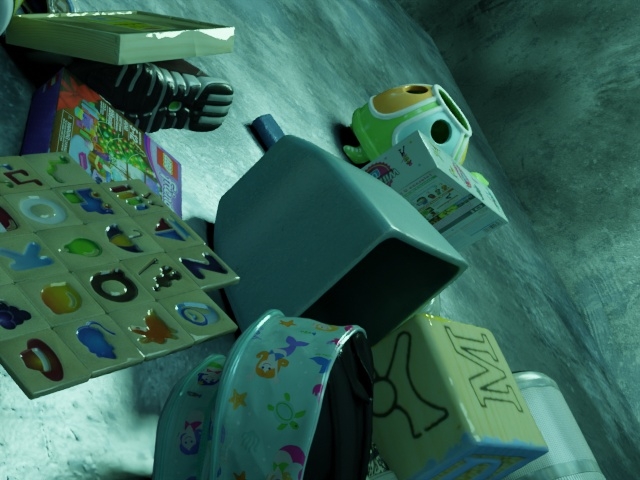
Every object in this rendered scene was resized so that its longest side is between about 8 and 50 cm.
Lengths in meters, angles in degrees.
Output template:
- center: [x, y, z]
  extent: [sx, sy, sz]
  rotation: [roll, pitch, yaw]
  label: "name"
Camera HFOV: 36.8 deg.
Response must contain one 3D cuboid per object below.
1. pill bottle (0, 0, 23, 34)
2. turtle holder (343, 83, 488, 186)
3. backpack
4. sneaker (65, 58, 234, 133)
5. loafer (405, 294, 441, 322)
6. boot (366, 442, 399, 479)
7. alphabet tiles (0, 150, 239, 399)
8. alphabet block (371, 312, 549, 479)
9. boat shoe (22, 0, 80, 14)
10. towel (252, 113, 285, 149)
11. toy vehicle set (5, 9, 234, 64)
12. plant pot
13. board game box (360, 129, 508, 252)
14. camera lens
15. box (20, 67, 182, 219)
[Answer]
- center: [-0.389, -0.311, 1.096]
  extent: [0.119, 0.119, 0.208]
  rotation: [45, 23, -26]
  label: "pill bottle"
- center: [0.221, -0.194, 2.105]
  extent: [0.320, 0.227, 0.243]
  rotation: [56, 20, 4]
  label: "turtle holder"
- center: [-0.043, 0.191, 0.890]
  extent: [0.191, 0.253, 0.225]
  rotation: [15, 16, 13]
  label: "backpack"
- center: [-0.263, -0.219, 1.304]
  extent: [0.162, 0.106, 0.281]
  rotation: [39, 21, 30]
  label: "sneaker"
- center: [0.139, 0.119, 1.526]
  extent: [0.319, 0.112, 0.111]
  rotation: [-103, 171, -85]
  label: "loafer"
- center: [0.000, 0.236, 1.160]
  extent: [0.178, 0.085, 0.236]
  rotation: [62, 15, 24]
  label: "boot"
- center: [-0.241, 0.013, 0.856]
  extent: [0.285, 0.011, 0.343]
  rotation: [42, 31, 24]
  label: "alphabet tiles"
- center: [0.159, 0.240, 1.324]
  extent: [0.193, 0.192, 0.197]
  rotation: [19, 41, -48]
  label: "alphabet block"
- center: [-0.382, -0.357, 1.259]
  extent: [0.183, 0.066, 0.066]
  rotation: [56, 22, 3]
  label: "boat shoe"
- center: [-0.075, -0.167, 1.694]
  extent: [0.119, 0.029, 0.067]
  rotation: [57, 20, 2]
  label: "towel"
- center: [-0.248, -0.265, 1.238]
  extent: [0.166, 0.035, 0.267]
  rotation: [15, 19, 22]
  label: "toy vehicle set"
- center: [0.000, 0.000, 1.318]
  extent: [0.248, 0.247, 0.252]
  rotation: [21, 31, -56]
  label: "plant pot"
- center: [0.186, -0.060, 1.825]
  extent: [0.303, 0.224, 0.097]
  rotation: [28, 34, -52]
  label: "board game box"
- center: [0.302, 0.351, 1.447]
  extent: [0.219, 0.219, 0.274]
  rotation: [27, 34, -52]
  label: "camera lens"
- center: [-0.245, -0.046, 1.089]
  extent: [0.201, 0.057, 0.293]
  rotation: [41, 24, -34]
  label: "box"
